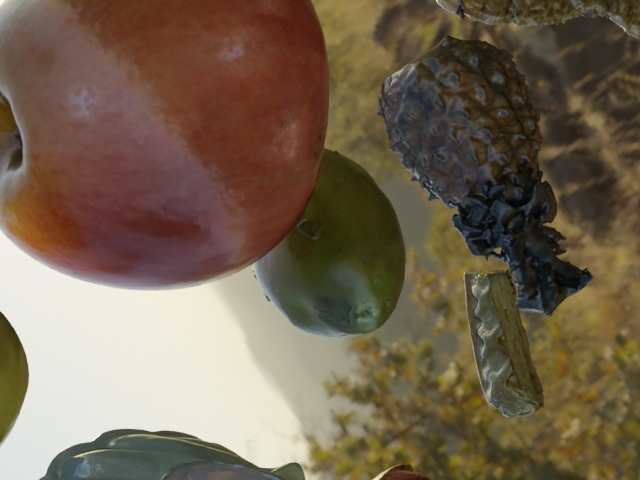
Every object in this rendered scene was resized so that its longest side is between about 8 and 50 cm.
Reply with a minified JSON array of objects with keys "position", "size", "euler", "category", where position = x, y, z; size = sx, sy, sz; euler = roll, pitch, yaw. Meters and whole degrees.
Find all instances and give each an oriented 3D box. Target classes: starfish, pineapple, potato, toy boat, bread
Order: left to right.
[{"position":[-0.119,0.255,1.267],"size":[0.100,0.290,0.199],"euler":[-23,74,53],"category":"toy boat"},{"position":[0.000,0.000,1.644],"size":[0.148,0.186,0.253],"euler":[32,-167,-44],"category":"potato"},{"position":[0.116,-0.038,0.982],"size":[0.108,0.108,0.197],"euler":[83,163,-80],"category":"pineapple"},{"position":[0.269,0.152,2.158],"size":[0.128,0.088,0.232],"euler":[14,-120,-70],"category":"bread"},{"position":[0.331,-0.408,1.903],"size":[0.082,0.432,0.323],"euler":[-14,72,59],"category":"starfish"}]

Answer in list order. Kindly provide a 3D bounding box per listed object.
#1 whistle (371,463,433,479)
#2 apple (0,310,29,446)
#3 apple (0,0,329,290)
[{"position":[0.072,0.383,1.911],"size":[0.134,0.142,0.346],"euler":[14,-171,33],"category":"whistle"},{"position":[-0.437,0.132,1.359],"size":[0.295,0.233,0.257],"euler":[23,150,35],"category":"apple"},{"position":[-0.177,-0.130,1.432],"size":[0.364,0.364,0.364],"euler":[55,176,6],"category":"apple"}]
